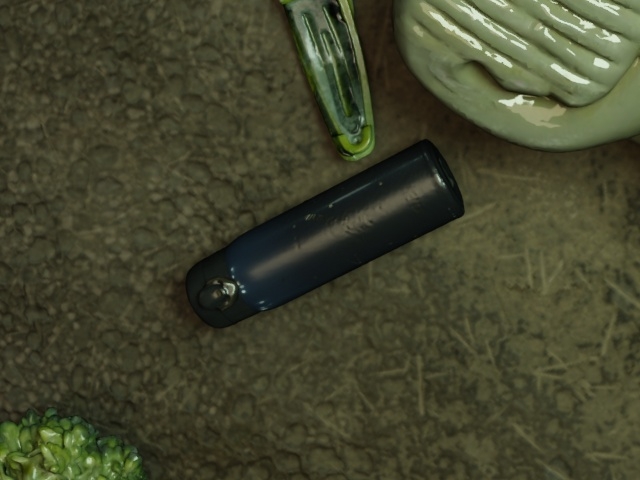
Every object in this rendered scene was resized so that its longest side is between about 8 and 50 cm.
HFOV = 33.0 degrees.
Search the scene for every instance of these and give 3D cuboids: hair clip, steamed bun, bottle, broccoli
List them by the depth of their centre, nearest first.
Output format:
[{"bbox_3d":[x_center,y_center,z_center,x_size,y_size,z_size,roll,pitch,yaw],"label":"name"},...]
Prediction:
[{"bbox_3d":[0.251,-0.240,0.739,0.343,0.255,0.367,23,130,-5],"label":"steamed bun"},{"bbox_3d":[0.009,-0.159,0.915,0.060,0.033,0.188,-16,92,12],"label":"hair clip"},{"bbox_3d":[0.000,0.000,0.916,0.244,0.082,0.072,-27,94,16],"label":"bottle"},{"bbox_3d":[-0.251,0.297,0.933,0.247,0.243,0.262,-4,103,0],"label":"broccoli"}]
